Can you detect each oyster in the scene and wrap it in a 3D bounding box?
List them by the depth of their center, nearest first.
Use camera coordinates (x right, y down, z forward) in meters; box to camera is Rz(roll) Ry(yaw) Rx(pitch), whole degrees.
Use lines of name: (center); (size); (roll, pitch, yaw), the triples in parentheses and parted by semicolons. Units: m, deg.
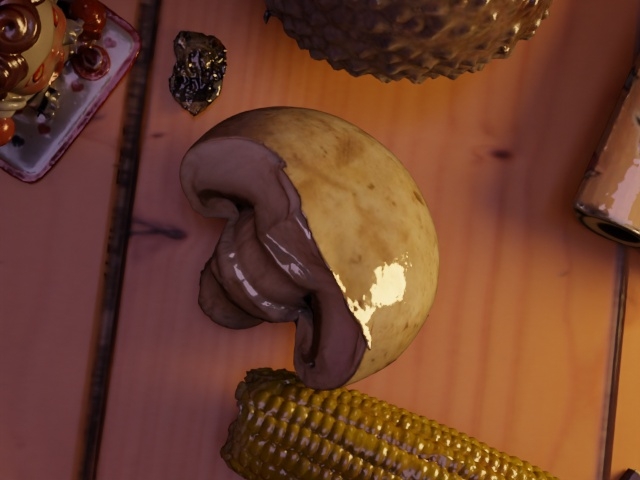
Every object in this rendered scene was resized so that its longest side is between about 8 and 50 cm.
oyster: (-0.116, -0.158, 1.122); (0.054, 0.019, 0.083); (6, 84, -5)

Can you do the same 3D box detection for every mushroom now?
mushroom: (0.000, 0.000, 1.054); (0.189, 0.195, 0.253); (-23, 80, -40)

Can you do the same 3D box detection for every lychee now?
lychee: (0.075, -0.284, 1.033); (0.300, 0.300, 0.299); (0, 85, -5)

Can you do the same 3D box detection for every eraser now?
eraser: (0.366, -0.123, 1.130); (0.171, 0.087, 0.290); (26, 84, -4)

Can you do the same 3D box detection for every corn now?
corn: (0.075, 0.218, 1.053); (0.345, 0.131, 0.131); (23, 83, -2)

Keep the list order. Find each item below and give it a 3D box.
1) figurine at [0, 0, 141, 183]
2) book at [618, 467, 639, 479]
figurine: (-0.269, -0.175, 1.007); (0.160, 0.226, 0.183); (36, 83, 0)
book: (0.284, 0.352, 1.110); (0.157, 0.026, 0.231); (39, 83, -1)
